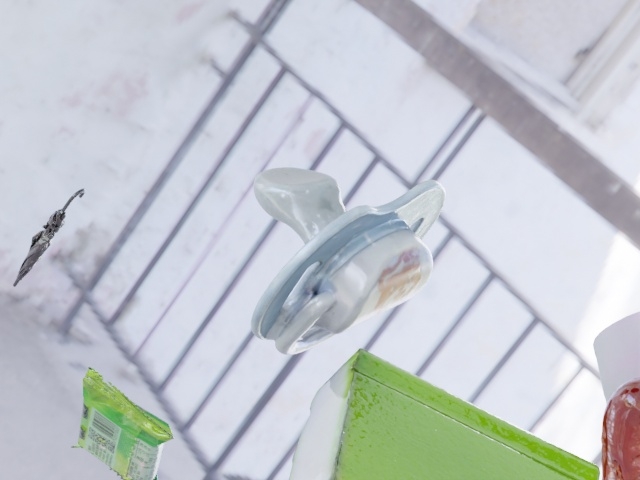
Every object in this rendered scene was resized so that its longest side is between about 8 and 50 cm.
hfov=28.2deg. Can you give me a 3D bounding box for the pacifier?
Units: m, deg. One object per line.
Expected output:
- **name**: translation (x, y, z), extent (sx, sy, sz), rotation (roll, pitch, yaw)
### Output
- **pacifier**: translation (0.000, 0.000, 1.359), extent (0.279, 0.227, 0.207), rotation (-21, 66, -49)

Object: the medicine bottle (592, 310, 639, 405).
- **medicine bottle**: translation (0.422, 0.237, 1.334), extent (0.212, 0.212, 0.325), rotation (19, 55, -48)

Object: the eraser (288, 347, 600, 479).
- **eraser**: translation (0.114, 0.223, 1.105), extent (0.274, 0.092, 0.210), rotation (27, 30, -7)

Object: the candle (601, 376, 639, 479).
- **candle**: translation (0.191, 0.220, 0.764), extent (0.048, 0.329, 0.051), rotation (3, 27, 18)

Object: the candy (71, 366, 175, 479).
- **candy**: translation (-0.191, 0.188, 1.235), extent (0.102, 0.032, 0.178), rotation (31, -30, 4)

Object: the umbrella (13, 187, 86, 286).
- **umbrella**: translation (-0.204, 0.000, 0.936), extent (0.013, 0.122, 0.022), rotation (47, 36, 6)
